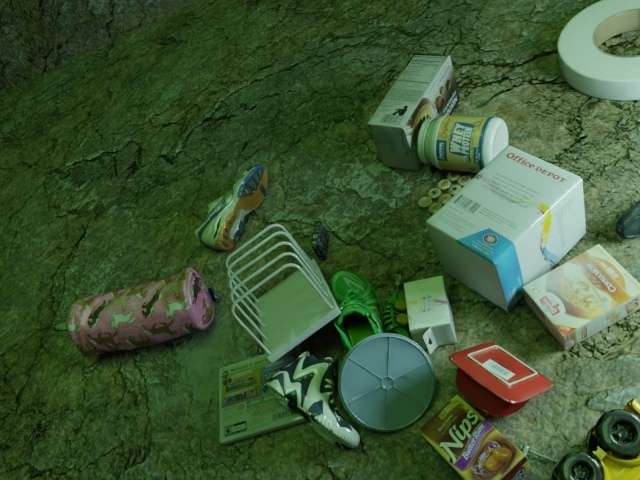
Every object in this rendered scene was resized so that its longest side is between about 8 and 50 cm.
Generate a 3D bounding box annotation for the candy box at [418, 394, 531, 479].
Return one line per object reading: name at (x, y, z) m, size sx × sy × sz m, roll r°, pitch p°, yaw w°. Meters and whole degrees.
candy box at (0.284, 0.389, 1.175) m, size 0.109 × 0.053 × 0.187 m, roll -40°, pitch 37°, yaw -9°

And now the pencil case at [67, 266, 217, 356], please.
pencil case at (-0.475, 0.191, 1.655) m, size 0.387 × 0.160 × 0.167 m, roll -16°, pitch 23°, yaw 14°

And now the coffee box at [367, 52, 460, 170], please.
coffee box at (0.267, -0.362, 1.752) m, size 0.119 × 0.168 × 0.297 m, roll 15°, pitch 60°, yaw 34°

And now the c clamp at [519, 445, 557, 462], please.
c clamp at (0.334, 0.438, 1.147) m, size 0.137 × 0.022 × 0.160 m, roll 19°, pitch 63°, yaw 36°

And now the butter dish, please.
butter dish at (0.335, 0.287, 1.218) m, size 0.160 × 0.118 × 0.160 m, roll -5°, pitch 30°, yaw -41°

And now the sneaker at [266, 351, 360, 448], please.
sneaker at (0.017, 0.325, 1.345) m, size 0.235 × 0.094 × 0.153 m, roll 28°, pitch 60°, yaw 32°

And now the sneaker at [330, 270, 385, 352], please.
sneaker at (0.087, 0.167, 1.424) m, size 0.110 × 0.123 × 0.295 m, roll -25°, pitch 45°, yaw 5°

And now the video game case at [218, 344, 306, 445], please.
video game case at (-0.135, 0.352, 1.446) m, size 0.213 × 0.023 × 0.193 m, roll -20°, pitch 47°, yaw 11°

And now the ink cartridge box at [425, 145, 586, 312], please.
ink cartridge box at (0.413, -0.029, 1.379) m, size 0.270 × 0.197 × 0.198 m, roll -42°, pitch 46°, yaw -11°

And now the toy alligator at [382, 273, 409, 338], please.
toy alligator at (0.166, 0.154, 1.431) m, size 0.052 × 0.056 × 0.189 m, roll 5°, pitch 50°, yaw -9°

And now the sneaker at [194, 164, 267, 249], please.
sneaker at (-0.266, -0.111, 1.838) m, size 0.131 × 0.111 × 0.296 m, roll 10°, pitch 57°, yaw 33°

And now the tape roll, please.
tape roll at (0.842, -0.528, 1.680) m, size 0.392 × 0.072 × 0.391 m, roll -14°, pitch 47°, yaw 15°

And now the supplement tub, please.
supplement tub at (0.368, -0.250, 1.624) m, size 0.200 × 0.144 × 0.144 m, roll 10°, pitch 58°, yaw 32°

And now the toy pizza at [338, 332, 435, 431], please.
toy pizza at (0.136, 0.291, 1.293) m, size 0.202 × 0.032 × 0.201 m, roll 0°, pitch 88°, yaw -3°

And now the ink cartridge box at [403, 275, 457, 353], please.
ink cartridge box at (0.241, 0.166, 1.372) m, size 0.090 × 0.092 × 0.143 m, roll -13°, pitch 50°, yaw 15°

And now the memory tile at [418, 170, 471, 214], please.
memory tile at (0.334, -0.119, 1.622) m, size 0.148 × 0.012 × 0.113 m, roll -43°, pitch 47°, yaw -12°

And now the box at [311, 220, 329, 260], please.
box at (0.000, 0.000, 1.646) m, size 0.018 × 0.067 × 0.083 m, roll -9°, pitch 50°, yaw 20°

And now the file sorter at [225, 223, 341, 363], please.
file sorter at (-0.104, 0.104, 1.462) m, size 0.193 × 0.173 × 0.277 m, roll -36°, pitch 24°, yaw 4°

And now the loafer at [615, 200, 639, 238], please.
loafer at (0.740, -0.059, 1.330) m, size 0.223 × 0.076 × 0.078 m, roll -23°, pitch 38°, yaw 2°

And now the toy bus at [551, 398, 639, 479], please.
toy bus at (0.507, 0.406, 1.024) m, size 0.220 × 0.149 × 0.211 m, roll -42°, pitch 63°, yaw -8°

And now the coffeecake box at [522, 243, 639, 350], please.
coffeecake box at (0.537, 0.115, 1.288) m, size 0.186 × 0.068 × 0.142 m, roll -30°, pitch 47°, yaw 1°
